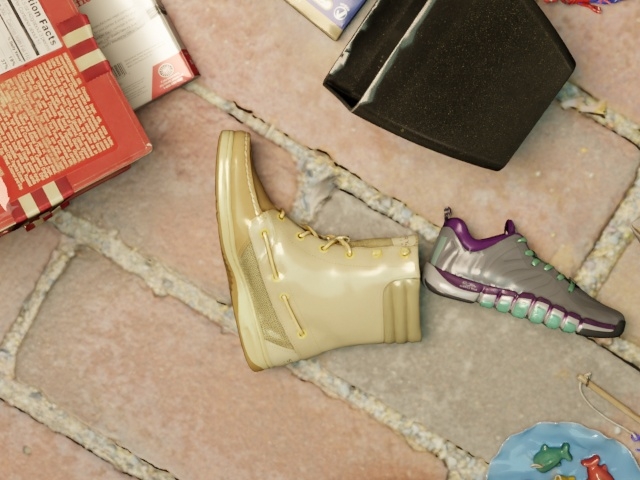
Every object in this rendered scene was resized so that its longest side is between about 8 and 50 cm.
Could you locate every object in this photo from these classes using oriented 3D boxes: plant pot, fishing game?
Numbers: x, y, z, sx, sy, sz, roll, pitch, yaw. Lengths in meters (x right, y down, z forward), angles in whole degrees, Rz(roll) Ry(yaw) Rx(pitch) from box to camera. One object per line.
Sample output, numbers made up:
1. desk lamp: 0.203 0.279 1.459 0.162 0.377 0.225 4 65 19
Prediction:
1. plant pot: 0.133 -0.174 0.989 0.167 0.188 0.187 32 100 -15
2. fishing game: 0.273 0.294 1.132 0.189 0.041 0.264 40 99 -2

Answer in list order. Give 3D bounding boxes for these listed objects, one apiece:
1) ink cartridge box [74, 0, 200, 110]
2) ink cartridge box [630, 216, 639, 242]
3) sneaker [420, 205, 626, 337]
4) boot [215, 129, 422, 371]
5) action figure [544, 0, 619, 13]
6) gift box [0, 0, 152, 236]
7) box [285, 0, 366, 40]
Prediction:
1. ink cartridge box: -0.201 -0.208 1.051 0.099 0.056 0.135 -26 99 6
2. ink cartridge box: 0.544 0.070 1.020 0.279 0.160 0.385 -34 97 7
3. sneaker: 0.223 0.035 1.069 0.223 0.083 0.098 16 93 -1
4. boot: 0.000 0.000 1.061 0.203 0.095 0.262 -9 101 4
5. action figure: 0.284 -0.250 1.036 0.115 0.038 0.030 3 83 1
6. gift box: -0.344 -0.120 0.961 0.276 0.258 0.255 -25 97 -17
7. box: 0.032 -0.335 1.032 0.136 0.036 0.225 38 98 -5
